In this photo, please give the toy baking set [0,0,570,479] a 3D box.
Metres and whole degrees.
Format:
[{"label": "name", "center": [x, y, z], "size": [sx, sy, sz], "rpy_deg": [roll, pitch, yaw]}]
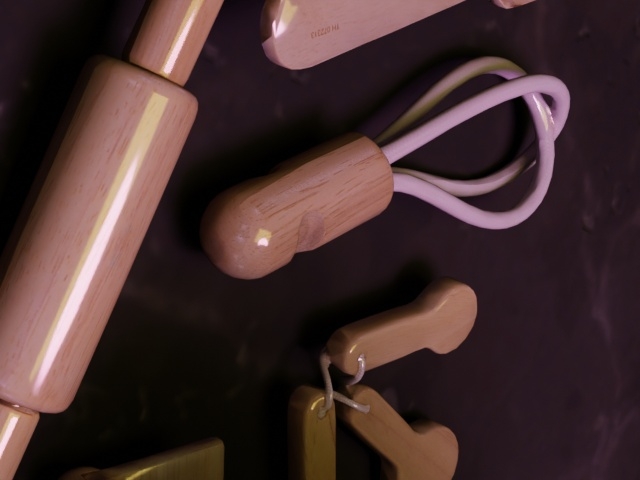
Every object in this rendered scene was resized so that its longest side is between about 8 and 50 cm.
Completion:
[{"label": "toy baking set", "center": [-0.005, 0.000, 0.448], "size": [0.197, 0.030, 0.256], "rpy_deg": [16, 96, -51]}]
